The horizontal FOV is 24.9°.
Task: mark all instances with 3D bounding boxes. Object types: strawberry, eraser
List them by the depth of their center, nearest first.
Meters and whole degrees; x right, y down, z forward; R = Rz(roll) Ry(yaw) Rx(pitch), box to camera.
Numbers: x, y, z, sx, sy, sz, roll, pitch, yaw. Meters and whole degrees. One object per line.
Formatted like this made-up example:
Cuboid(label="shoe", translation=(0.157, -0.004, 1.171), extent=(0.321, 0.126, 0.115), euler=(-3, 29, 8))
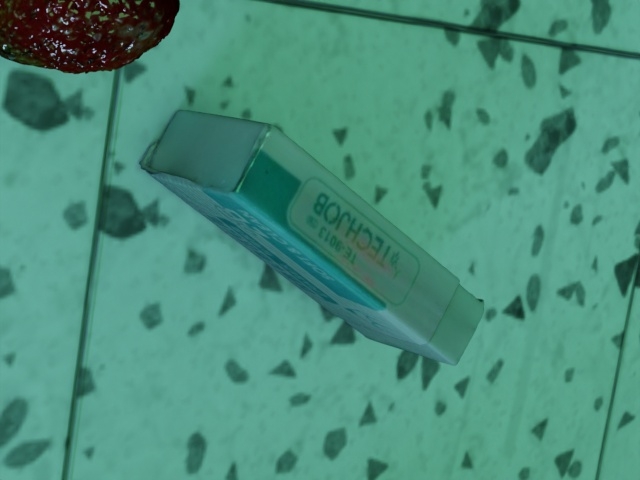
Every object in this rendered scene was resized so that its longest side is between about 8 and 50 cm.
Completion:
Cuboid(label="strawberry", translation=(-0.128, -0.129, 0.761), extent=(0.106, 0.106, 0.106), euler=(-12, 110, -36))
Cuboid(label="eraser", translation=(0.000, 0.000, 0.894), extent=(0.225, 0.095, 0.052), euler=(39, 74, -38))
